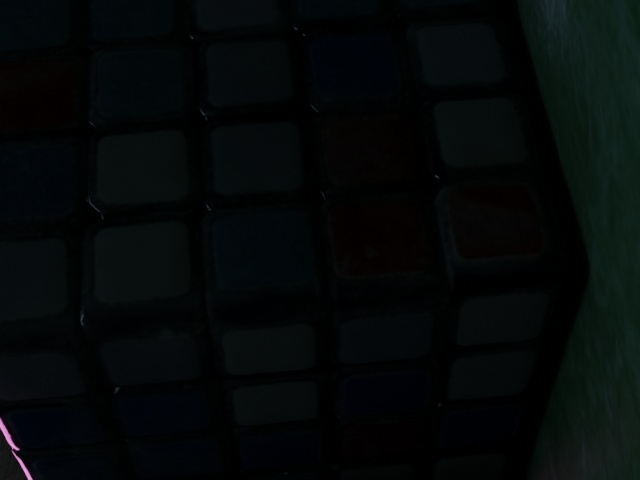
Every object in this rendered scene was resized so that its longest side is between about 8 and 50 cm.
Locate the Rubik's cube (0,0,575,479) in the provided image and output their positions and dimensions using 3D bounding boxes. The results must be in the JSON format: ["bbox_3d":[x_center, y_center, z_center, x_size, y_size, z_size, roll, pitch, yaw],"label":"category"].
[{"bbox_3d":[-0.036,-0.004,0.695,0.293,0.286,0.292,88,175,-53],"label":"Rubik's cube"}]
